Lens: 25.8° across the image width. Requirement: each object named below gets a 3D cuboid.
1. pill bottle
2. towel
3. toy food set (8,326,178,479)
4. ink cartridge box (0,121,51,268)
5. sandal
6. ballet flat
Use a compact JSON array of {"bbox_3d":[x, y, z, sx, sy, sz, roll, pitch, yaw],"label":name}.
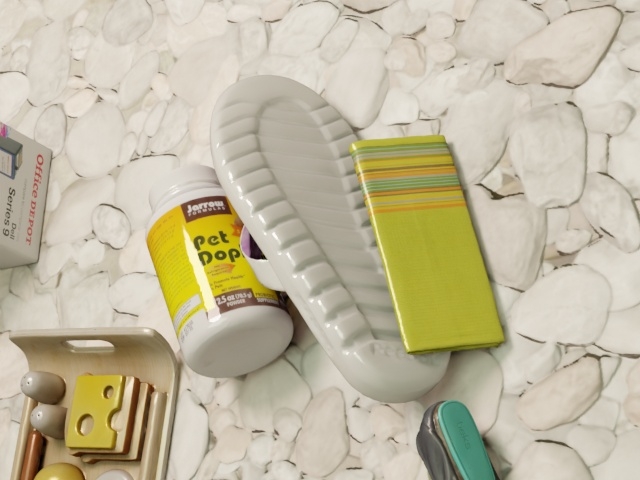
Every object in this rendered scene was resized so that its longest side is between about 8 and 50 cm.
[{"bbox_3d":[-0.113,0.028,1.463,0.117,0.117,0.215,-34,57,18],"label":"pill bottle"},{"bbox_3d":[0.100,0.001,1.355,0.102,0.021,0.237,-5,61,-16],"label":"towel"},{"bbox_3d":[-0.279,0.244,1.506,0.220,0.092,0.306,-4,70,33],"label":"toy food set"},{"bbox_3d":[-0.425,-0.070,1.652,0.093,0.212,0.154,-7,67,28],"label":"ink cartridge box"},{"bbox_3d":[-0.014,0.000,1.408,0.102,0.169,0.416,-62,42,43],"label":"sandal"},{"bbox_3d":[0.137,0.242,1.251,0.074,0.074,0.203,-32,63,20],"label":"ballet flat"}]
